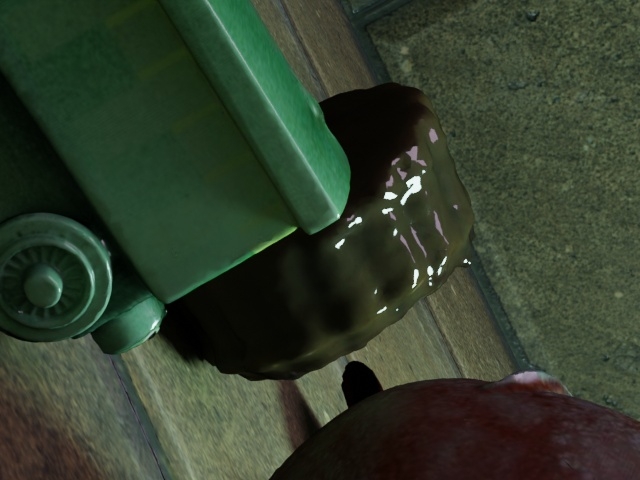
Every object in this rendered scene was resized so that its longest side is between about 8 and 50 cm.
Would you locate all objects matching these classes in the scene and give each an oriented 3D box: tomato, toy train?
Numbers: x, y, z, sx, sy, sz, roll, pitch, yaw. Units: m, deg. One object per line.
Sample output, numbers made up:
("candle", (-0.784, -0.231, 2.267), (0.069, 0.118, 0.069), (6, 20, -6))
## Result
("tomato", (0.094, 0.219, 0.983), (0.317, 0.316, 0.282), (57, 44, -32))
("toy train", (-0.127, -0.086, 0.978), (0.301, 0.202, 0.120), (58, 6, -22))

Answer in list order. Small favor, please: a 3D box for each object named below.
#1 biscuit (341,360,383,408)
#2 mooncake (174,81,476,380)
("biscuit", (0.069, 0.224, 1.566), (0.235, 0.063, 0.151), (61, 10, -29))
("mooncake", (0.000, 0.000, 1.355), (0.124, 0.228, 0.228), (60, 10, -20))
